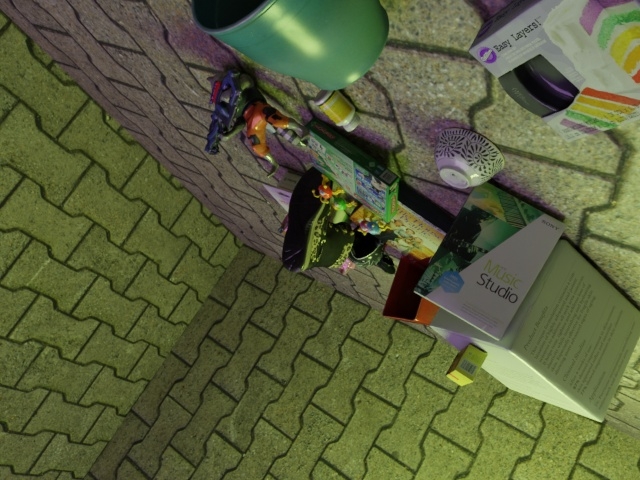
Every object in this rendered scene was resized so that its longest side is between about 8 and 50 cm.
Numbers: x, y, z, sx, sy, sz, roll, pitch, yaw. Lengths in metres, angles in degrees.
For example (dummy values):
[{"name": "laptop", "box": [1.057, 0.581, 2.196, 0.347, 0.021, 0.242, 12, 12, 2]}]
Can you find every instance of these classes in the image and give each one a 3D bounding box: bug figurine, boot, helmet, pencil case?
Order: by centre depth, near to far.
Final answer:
[{"name": "bug figurine", "box": [0.101, -0.092, 1.601, 0.279, 0.072, 0.216, 39, -177, 13]}, {"name": "boot", "box": [0.014, -0.063, 1.809, 0.138, 0.377, 0.284, 13, -177, 34]}, {"name": "helmet", "box": [0.175, 0.028, 2.007, 0.161, 0.169, 0.169, 47, 167, 3]}, {"name": "boot", "box": [0.303, 0.108, 2.253, 0.121, 0.045, 0.099, 36, 163, -9]}, {"name": "pencil case", "box": [0.000, 0.000, 2.309, 0.386, 0.167, 0.160, 34, 131, -8]}]

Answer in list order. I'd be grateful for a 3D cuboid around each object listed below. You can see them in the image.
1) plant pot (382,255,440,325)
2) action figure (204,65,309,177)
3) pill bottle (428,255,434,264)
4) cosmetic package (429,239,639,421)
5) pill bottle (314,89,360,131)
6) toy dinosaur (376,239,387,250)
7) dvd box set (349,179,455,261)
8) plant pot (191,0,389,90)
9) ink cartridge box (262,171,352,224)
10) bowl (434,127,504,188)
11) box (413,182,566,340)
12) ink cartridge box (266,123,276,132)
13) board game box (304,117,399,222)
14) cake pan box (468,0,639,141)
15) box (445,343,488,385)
[{"name": "plant pot", "box": [0.433, 0.211, 1.930, 0.236, 0.267, 0.267, 23, 169, -16]}, {"name": "action figure", "box": [-0.213, -0.350, 1.479, 0.330, 0.178, 0.341, 50, 143, 0]}, {"name": "pill bottle", "box": [0.467, 0.096, 1.709, 0.108, 0.108, 0.180, 39, 164, -26]}, {"name": "cosmetic package", "box": [0.607, 0.234, 1.416, 0.394, 0.329, 0.327, 38, 167, -19]}, {"name": "pill bottle", "box": [0.045, -0.328, 1.252, 0.116, 0.065, 0.065, 39, 165, -26]}, {"name": "toy dinosaur", "box": [0.253, 0.005, 1.919, 0.090, 0.082, 0.047, 65, 151, 26]}, {"name": "dvd box set", "box": [0.280, -0.056, 1.684, 0.308, 0.062, 0.420, 34, 166, -4]}, {"name": "plant pot", "box": [-0.026, -0.389, 0.829, 0.272, 0.271, 0.255, 19, 175, 43]}, {"name": "ink cartridge box", "box": [-0.046, -0.146, 1.967, 0.207, 0.119, 0.353, 22, 164, 38]}, {"name": "bowl", "box": [0.324, -0.172, 1.152, 0.170, 0.080, 0.170, 31, 167, 8]}, {"name": "box", "box": [0.405, 0.044, 1.215, 0.232, 0.321, 0.058, 30, 179, 8]}, {"name": "ink cartridge box", "box": [-0.149, -0.373, 1.597, 0.048, 0.028, 0.083, 38, 165, -24]}, {"name": "board game box", "box": [0.092, -0.203, 1.470, 0.317, 0.046, 0.213, 39, 166, 20]}, {"name": "cake pan box", "box": [0.383, -0.268, 0.725, 0.246, 0.070, 0.267, 38, 166, -14]}, {"name": "box", "box": [0.406, 0.354, 1.409, 0.058, 0.087, 0.232, 31, 169, 16]}]
